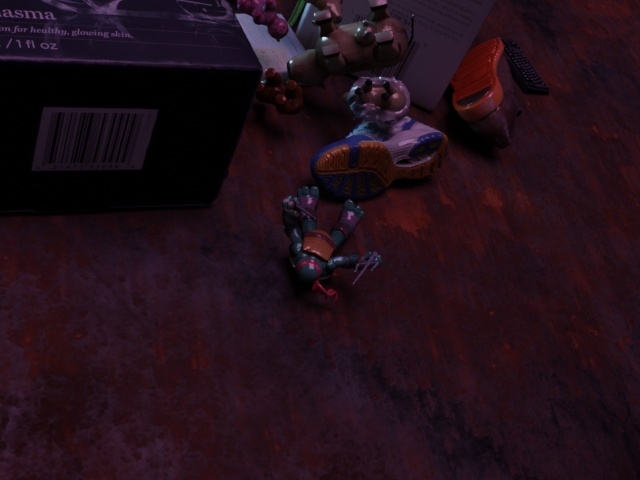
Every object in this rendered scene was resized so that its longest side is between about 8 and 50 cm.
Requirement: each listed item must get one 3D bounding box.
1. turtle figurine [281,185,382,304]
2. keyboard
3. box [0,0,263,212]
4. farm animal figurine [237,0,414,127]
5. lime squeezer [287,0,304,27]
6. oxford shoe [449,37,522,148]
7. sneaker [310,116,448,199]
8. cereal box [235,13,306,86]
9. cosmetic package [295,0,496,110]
[{"bbox_3d":[0.000,0.000,1.510,0.175,0.118,0.234,36,25,-12],"label":"turtle figurine"},{"bbox_3d":[0.444,-0.399,2.194,0.108,0.023,0.180,-2,49,-29],"label":"keyboard"},{"bbox_3d":[-0.409,-0.309,1.476,0.479,0.297,0.472,-4,49,-30],"label":"box"},{"bbox_3d":[0.013,-0.363,1.752,0.326,0.172,0.330,4,78,11],"label":"farm animal figurine"},{"bbox_3d":[-0.031,-0.591,2.010,0.110,0.058,0.310,-3,90,-61],"label":"lime squeezer"},{"bbox_3d":[0.346,-0.308,2.012,0.133,0.130,0.364,52,29,-22],"label":"oxford shoe"},{"bbox_3d":[0.085,-0.155,1.733,0.296,0.112,0.131,-12,38,-37],"label":"sneaker"},{"bbox_3d":[-0.143,-0.360,1.836,0.240,0.047,0.173,-8,54,-34],"label":"cereal box"},{"bbox_3d":[0.180,-0.546,1.977,0.329,0.327,0.394,23,42,-4],"label":"cosmetic package"}]
